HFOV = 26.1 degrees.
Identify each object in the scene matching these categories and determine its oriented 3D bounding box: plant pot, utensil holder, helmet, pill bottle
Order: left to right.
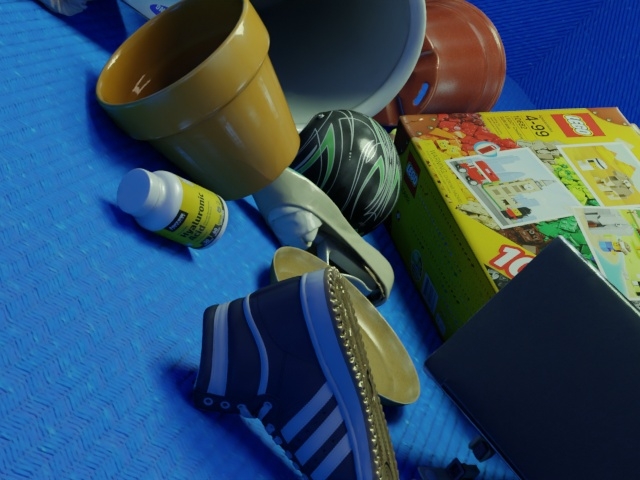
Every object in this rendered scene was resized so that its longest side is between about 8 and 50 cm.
[{"bbox_3d":[-0.155,-0.035,1.434,0.116,0.065,0.065,24,28,-50],"label":"pill bottle"},{"bbox_3d":[-0.123,-0.155,1.596,0.188,0.205,0.205,54,11,-32],"label":"plant pot"},{"bbox_3d":[-0.059,-0.383,2.016,0.327,0.327,0.385,34,20,-36],"label":"utensil holder"},{"bbox_3d":[0.022,0.105,1.598,0.236,0.032,0.236,40,18,-16],"label":"plant pot"},{"bbox_3d":[0.028,-0.086,1.819,0.169,0.161,0.169,41,18,-16],"label":"helmet"},{"bbox_3d":[0.176,-0.321,2.573,0.272,0.272,0.265,50,25,11],"label":"plant pot"}]

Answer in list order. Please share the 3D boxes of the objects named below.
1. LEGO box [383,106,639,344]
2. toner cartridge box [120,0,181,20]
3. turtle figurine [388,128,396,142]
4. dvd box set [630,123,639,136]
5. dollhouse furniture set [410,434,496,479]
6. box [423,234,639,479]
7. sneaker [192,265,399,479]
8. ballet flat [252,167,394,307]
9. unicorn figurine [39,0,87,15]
[{"bbox_3d":[0.342,0.028,1.955,0.372,0.193,0.500,-4,39,-17],"label":"LEGO box"},{"bbox_3d":[-0.276,-0.390,1.822,0.165,0.075,0.348,32,11,-37],"label":"toner cartridge box"},{"bbox_3d":[0.198,-0.090,2.362,0.269,0.087,0.217,15,27,-45],"label":"turtle figurine"},{"bbox_3d":[0.535,0.058,2.144,0.420,0.062,0.307,-113,-163,-49],"label":"dvd box set"},{"bbox_3d":[0.152,0.277,1.458,0.081,0.091,0.114,9,41,-39],"label":"dollhouse furniture set"},{"bbox_3d":[0.345,0.223,1.524,0.293,0.212,0.395,50,8,38],"label":"box"},{"bbox_3d":[-0.023,0.172,1.263,0.099,0.153,0.282,-56,132,-75],"label":"sneaker"},{"bbox_3d":[0.000,0.000,1.717,0.248,0.086,0.086,40,18,-24],"label":"ballet flat"},{"bbox_3d":[-0.342,-0.319,1.658,0.162,0.060,0.111,-26,87,-57],"label":"unicorn figurine"}]
